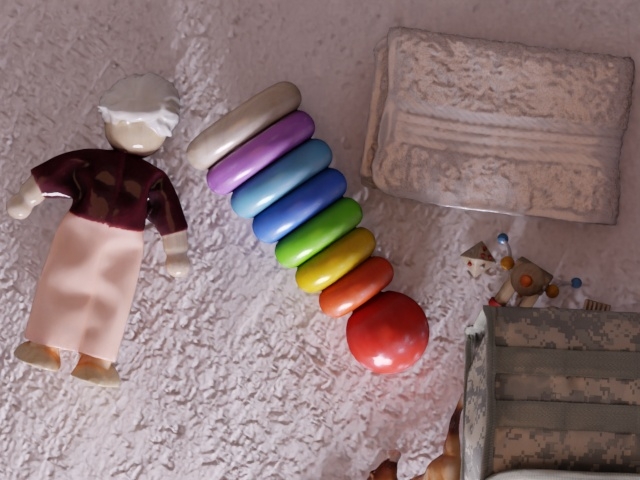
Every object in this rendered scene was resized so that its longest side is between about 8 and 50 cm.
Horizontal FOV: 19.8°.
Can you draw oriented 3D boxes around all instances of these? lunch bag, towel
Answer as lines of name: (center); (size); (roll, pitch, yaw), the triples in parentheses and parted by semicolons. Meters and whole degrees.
lunch bag: (0.260, 0.219, 1.844); (0.235, 0.169, 0.287); (3, 76, -3)
towel: (0.187, -0.123, 1.962); (0.282, 0.049, 0.187); (7, 92, 9)

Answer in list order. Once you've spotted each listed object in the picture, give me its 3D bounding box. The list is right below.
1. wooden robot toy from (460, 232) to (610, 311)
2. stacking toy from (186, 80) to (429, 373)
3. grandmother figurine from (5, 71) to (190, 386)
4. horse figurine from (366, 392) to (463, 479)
wooden robot toy: (0.222, 0.054, 1.941); (0.173, 0.079, 0.076); (31, 95, 8)
stacking toy: (0.000, 0.000, 1.962); (0.141, 0.141, 0.330); (-34, 91, 8)
grandmother figurine: (-0.239, -0.022, 2.012); (0.208, 0.104, 0.342); (19, 90, -19)
horse figurine: (0.189, 0.276, 1.954); (0.263, 0.066, 0.174); (38, 88, 10)
